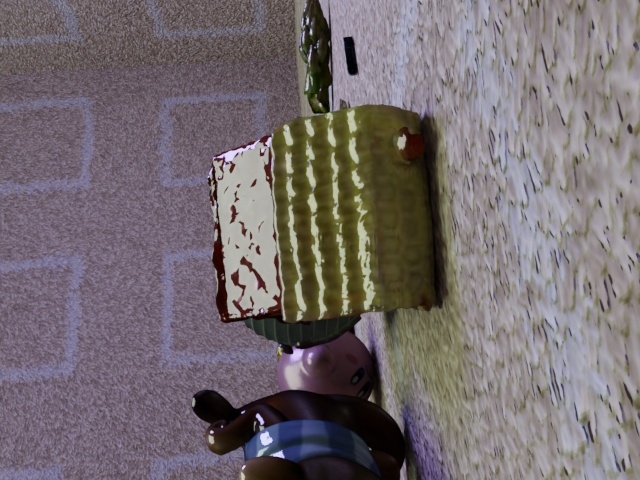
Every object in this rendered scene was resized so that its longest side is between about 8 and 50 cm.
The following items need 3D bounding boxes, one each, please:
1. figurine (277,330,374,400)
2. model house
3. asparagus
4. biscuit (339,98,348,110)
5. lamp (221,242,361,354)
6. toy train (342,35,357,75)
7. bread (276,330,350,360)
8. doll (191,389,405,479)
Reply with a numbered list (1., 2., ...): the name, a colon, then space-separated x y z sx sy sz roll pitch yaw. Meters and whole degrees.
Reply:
1. figurine: 0.011 0.227 1.135 0.173 0.173 0.173 176 90 -87
2. model house: 0.012 -0.015 0.665 0.254 0.160 0.195 -14 79 55
3. asparagus: -0.011 -0.425 1.559 0.080 0.080 0.287 -101 8 -68
4. biscuit: 0.055 -0.150 1.195 0.231 0.016 0.139 -99 5 -57
5. lamp: -0.020 0.022 0.918 0.233 0.233 0.265 101 -172 -79
6. toy train: 0.049 -0.299 1.097 0.017 0.017 0.083 86 179 -62
7. bread: -0.012 0.268 1.540 0.195 0.176 0.246 -103 9 -84
8. doll: -0.008 0.294 0.740 0.209 0.318 0.340 -63 12 4
